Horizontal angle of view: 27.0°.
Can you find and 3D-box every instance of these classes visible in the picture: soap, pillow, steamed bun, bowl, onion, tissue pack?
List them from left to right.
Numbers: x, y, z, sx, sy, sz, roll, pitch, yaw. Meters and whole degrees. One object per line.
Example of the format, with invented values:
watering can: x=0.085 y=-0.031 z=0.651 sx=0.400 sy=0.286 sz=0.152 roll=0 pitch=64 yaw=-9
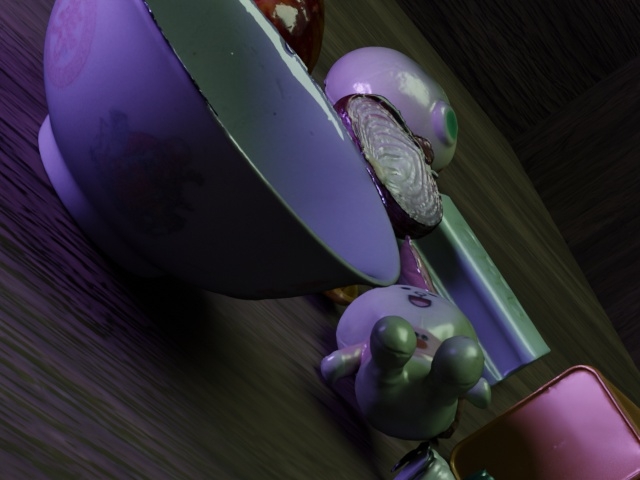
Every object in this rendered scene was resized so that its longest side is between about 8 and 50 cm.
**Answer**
bowl: x=-0.099 y=-0.072 z=0.968 sx=0.345 sy=0.157 sz=0.345 roll=50 pitch=15 yaw=-18
onion: x=0.075 y=-0.090 z=1.723 sx=0.151 sy=0.098 sz=0.206 roll=-29 pitch=91 yaw=-51
steamed bun: x=0.117 y=-0.196 z=1.962 sx=0.228 sy=0.131 sz=0.177 roll=41 pitch=19 yaw=-20
pillow: x=0.113 y=0.103 z=1.415 sx=0.211 sy=0.034 sz=0.135 roll=-111 pitch=-156 yaw=-45
soap: x=0.200 y=0.065 z=1.819 sx=0.265 sy=0.087 sz=0.160 roll=58 pitch=14 yaw=10
tissue pack: x=0.289 y=0.265 z=1.424 sx=0.274 sy=0.194 sz=0.145 roll=38 pitch=22 yaw=-53

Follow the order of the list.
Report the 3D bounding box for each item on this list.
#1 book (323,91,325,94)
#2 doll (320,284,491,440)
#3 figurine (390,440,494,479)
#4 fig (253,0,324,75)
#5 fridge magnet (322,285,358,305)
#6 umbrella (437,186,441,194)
book: x=0.001 y=-0.170 z=1.851 sx=0.138 sy=0.016 sz=0.198 roll=45 pitch=16 yaw=-37
doll: x=0.077 y=0.107 z=1.236 sx=0.155 sy=0.113 sz=0.275 roll=11 pitch=9 yaw=-3
figurine: x=0.158 y=0.278 z=1.144 sx=0.245 sy=0.110 sz=0.138 roll=48 pitch=2 yaw=-2
fig: x=-0.085 y=-0.187 z=1.368 sx=0.175 sy=0.207 sz=0.175 roll=13 pitch=40 yaw=-11
fridge magnet: x=0.000 y=0.000 z=1.340 sx=0.143 sy=0.063 sz=0.143 roll=54 pitch=13 yaw=-19
umbrella: x=0.202 y=-0.083 z=2.337 sx=0.083 sy=0.020 sz=0.031 roll=53 pitch=13 yaw=-31
